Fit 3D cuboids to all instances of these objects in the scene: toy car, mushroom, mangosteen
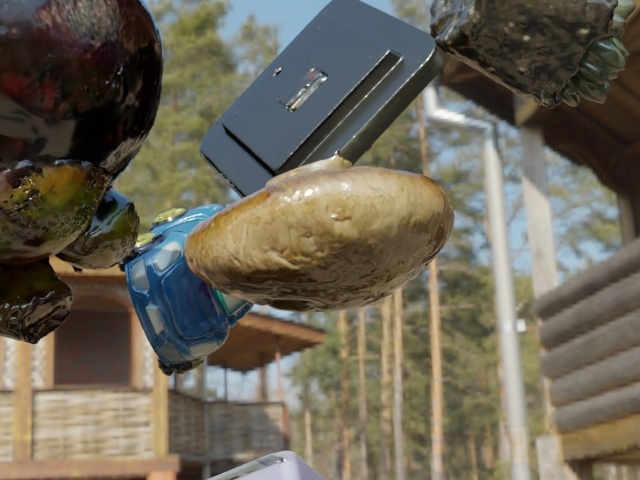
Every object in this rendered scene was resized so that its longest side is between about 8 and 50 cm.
[{"bbox_3d":[-0.164,0.055,1.519,0.166,0.198,0.314,-19,10,12],"label":"toy car"},{"bbox_3d":[0.000,0.000,1.053,0.278,0.146,0.278,-13,-9,-2],"label":"mushroom"},{"bbox_3d":[-0.322,-0.136,1.041,0.381,0.381,0.421,-10,-58,25],"label":"mangosteen"}]

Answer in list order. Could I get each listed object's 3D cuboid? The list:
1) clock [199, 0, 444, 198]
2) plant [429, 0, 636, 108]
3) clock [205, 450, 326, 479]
[{"bbox_3d":[-0.013,-0.164,1.275,0.049,0.279,0.273,43,-1,-34],"label":"clock"},{"bbox_3d":[0.209,-0.206,1.023,0.195,0.129,0.132,15,-54,-22],"label":"plant"},{"bbox_3d":[-0.077,0.278,0.998,0.193,0.073,0.144,-24,-41,13],"label":"clock"}]
